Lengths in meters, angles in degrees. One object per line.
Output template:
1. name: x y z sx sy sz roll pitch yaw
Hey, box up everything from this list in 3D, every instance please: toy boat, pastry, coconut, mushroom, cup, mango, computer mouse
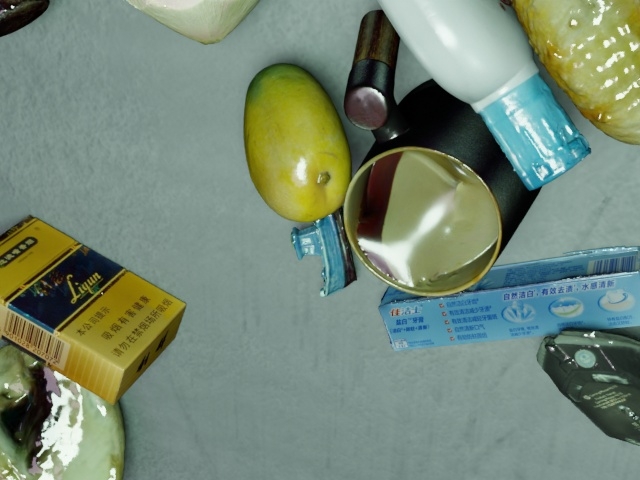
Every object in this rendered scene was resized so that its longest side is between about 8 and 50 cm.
1. toy boat: 0.000 0.000 0.979 0.060 0.060 0.137 -12 118 7
2. pastry: 0.226 -0.171 0.730 0.093 0.182 0.192 -35 110 29
3. coconut: -0.119 -0.272 0.831 0.170 0.171 0.183 8 116 19
4. mushroom: -0.394 0.242 1.240 0.292 0.212 0.217 41 169 -15
5. cup: 0.085 -0.073 0.837 0.239 0.177 0.166 40 124 -1
6. mango: -0.029 -0.099 0.873 0.091 0.195 0.130 -7 122 -12
7. computer mouse: 0.305 0.141 0.914 0.192 0.062 0.106 38 142 -13

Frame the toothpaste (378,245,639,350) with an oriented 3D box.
1. toothpaste: 0.196 0.062 0.936 0.272 0.053 0.066 -10 115 26

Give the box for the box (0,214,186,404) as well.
1. box: -0.302 0.079 1.091 0.237 0.152 0.070 31 124 6

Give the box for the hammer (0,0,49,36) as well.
1. hammer: -0.246 -0.392 0.863 0.408 0.095 0.242 -28 97 22

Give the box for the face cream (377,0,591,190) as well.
1. face cream: 0.105 -0.196 0.745 0.080 0.163 0.337 -34 89 30
